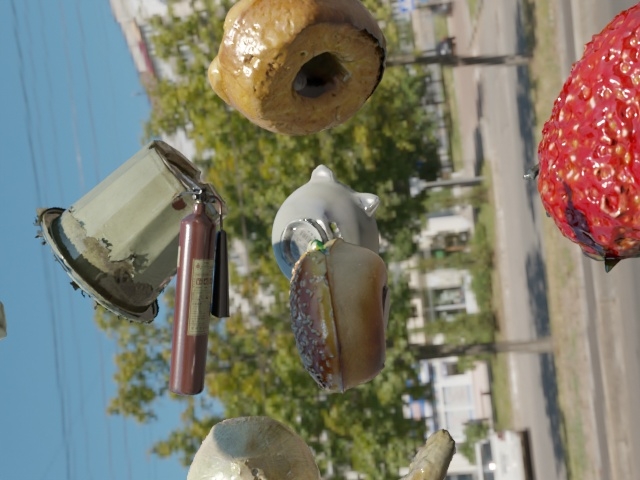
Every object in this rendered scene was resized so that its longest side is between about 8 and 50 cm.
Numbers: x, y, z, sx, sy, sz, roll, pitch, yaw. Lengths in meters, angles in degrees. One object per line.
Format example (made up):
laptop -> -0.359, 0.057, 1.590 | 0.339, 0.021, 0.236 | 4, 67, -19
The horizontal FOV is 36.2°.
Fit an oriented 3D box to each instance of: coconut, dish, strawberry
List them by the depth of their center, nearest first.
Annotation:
strawberry -> 0.349, -0.114, 0.962 | 0.257, 0.257, 0.277 | -86, -2, -51
coconut -> -0.088, 0.324, 1.317 | 0.194, 0.194, 0.194 | -6, -90, -81
dish -> 0.000, 0.000, 1.624 | 0.086, 0.227, 0.236 | -16, -98, -56

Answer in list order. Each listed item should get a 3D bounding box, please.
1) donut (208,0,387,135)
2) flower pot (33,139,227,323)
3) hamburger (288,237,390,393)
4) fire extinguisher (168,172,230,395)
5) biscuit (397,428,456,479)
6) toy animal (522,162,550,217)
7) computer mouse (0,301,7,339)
donut -> -0.032, -0.314, 1.681 | 0.150, 0.317, 0.299 | 50, 148, 31
flower pot -> -0.321, -0.030, 1.752 | 0.290, 0.259, 0.290 | 45, -169, -11
hamburger -> 0.027, 0.109, 1.418 | 0.237, 0.147, 0.237 | -1, -90, -83
fire extinguisher -> -0.093, 0.035, 0.777 | 0.035, 0.048, 0.173 | -152, 66, -74
biscuit -> 0.056, 0.300, 0.938 | 0.141, 0.038, 0.290 | -59, -5, -41
toy animal -> 0.374, -0.135, 1.411 | 0.148, 0.084, 0.233 | -7, -58, -63
computer mouse -> -0.554, 0.091, 1.388 | 0.128, 0.230, 0.079 | -30, 39, 57
